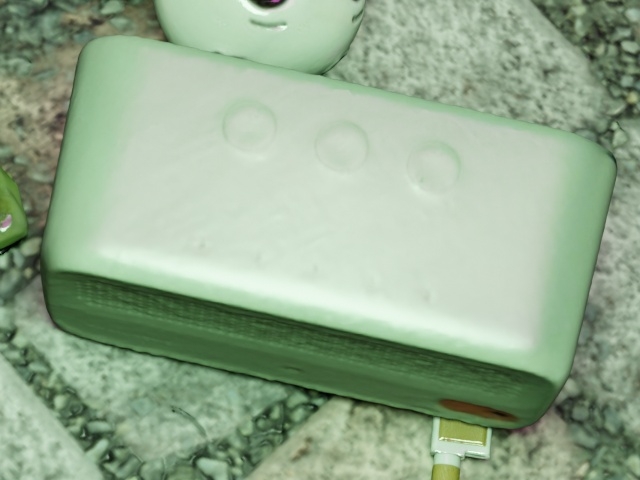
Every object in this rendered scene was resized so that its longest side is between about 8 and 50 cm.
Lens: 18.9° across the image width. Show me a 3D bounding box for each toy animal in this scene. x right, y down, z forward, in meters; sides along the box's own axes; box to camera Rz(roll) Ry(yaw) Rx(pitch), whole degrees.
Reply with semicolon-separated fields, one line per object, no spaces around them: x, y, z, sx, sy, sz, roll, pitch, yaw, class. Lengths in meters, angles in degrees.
-0.061;-0.230;1.538;0.187;0.165;0.235;-10;61;-34;toy animal

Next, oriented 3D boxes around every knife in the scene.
0.105;0.154;1.450;0.046;0.022;0.256;7;57;3;knife

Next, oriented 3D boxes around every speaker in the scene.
0.000;0.000;1.417;0.406;0.183;0.184;12;66;0;speaker

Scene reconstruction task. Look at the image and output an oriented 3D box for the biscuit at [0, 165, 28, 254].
-0.372;0.013;1.429;0.322;0.038;0.099;-21;65;-19;biscuit
